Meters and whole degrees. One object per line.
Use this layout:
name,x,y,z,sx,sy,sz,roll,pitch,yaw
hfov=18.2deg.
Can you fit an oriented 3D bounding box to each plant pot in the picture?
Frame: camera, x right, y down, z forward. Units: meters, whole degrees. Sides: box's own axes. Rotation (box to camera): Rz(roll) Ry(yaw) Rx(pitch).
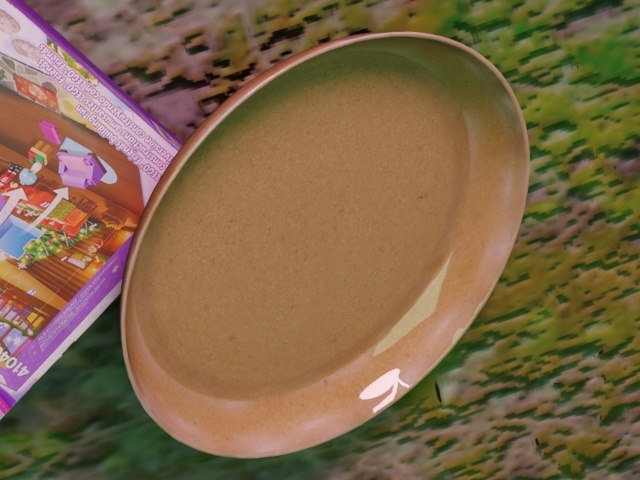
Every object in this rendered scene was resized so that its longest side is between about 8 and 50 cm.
plant pot,0.000,0.000,0.970,0.236,0.032,0.236,-21,131,-26

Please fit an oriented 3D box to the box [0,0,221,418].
box,-0.217,-0.047,0.900,0.201,0.057,0.293,-46,118,3
